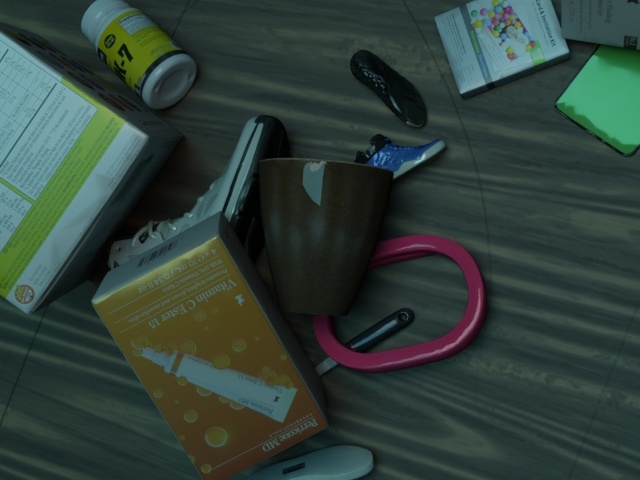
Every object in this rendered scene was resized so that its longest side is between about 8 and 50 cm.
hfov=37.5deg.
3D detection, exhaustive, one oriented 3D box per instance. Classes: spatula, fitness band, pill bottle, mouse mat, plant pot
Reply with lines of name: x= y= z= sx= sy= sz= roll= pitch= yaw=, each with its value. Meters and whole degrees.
spatula: x=0.030 y=0.198 z=1.579 sx=0.296 sy=0.030 sz=0.084 roll=-33 pitch=76 yaw=12
fitness band: x=0.125 y=0.104 z=1.528 sx=0.290 sy=0.054 sz=0.209 roll=-14 pitch=70 yaw=17
pill bottle: x=-0.333 y=-0.346 z=1.716 sx=0.208 sy=0.119 sz=0.119 roll=44 pitch=98 yaw=18
mouse mat: x=0.485 y=-0.246 z=1.493 sx=0.152 sy=0.007 sz=0.190 roll=39 pitch=98 yaw=18
plant pot: x=0.000 y=0.000 z=1.481 sx=0.215 sy=0.215 sz=0.230 roll=3 pitch=87 yaw=19

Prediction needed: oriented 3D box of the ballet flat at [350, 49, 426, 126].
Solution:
ballet flat: x=0.117 y=-0.257 z=1.604 sx=0.057 sy=0.049 sz=0.173 roll=-38 pitch=77 yaw=-18

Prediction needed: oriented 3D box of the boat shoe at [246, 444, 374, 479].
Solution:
boat shoe: x=-0.011 y=0.396 z=1.553 sx=0.219 sy=0.078 sz=0.070 roll=-15 pitch=114 yaw=13

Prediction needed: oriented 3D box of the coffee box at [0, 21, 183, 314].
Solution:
coffee box: x=-0.480 y=-0.133 z=1.574 sx=0.334 sy=0.337 sz=0.338 roll=35 pitch=95 yaw=-3

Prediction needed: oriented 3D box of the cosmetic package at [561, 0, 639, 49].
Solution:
cosmetic package: x=0.472 y=-0.394 z=1.422 sx=0.183 sy=0.151 sz=0.151 roll=14 pitch=73 yaw=21

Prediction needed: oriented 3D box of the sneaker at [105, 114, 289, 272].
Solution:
sneaker: x=-0.233 y=-0.029 z=1.619 sx=0.257 sy=0.169 sz=0.448 roll=21 pitch=93 yaw=18

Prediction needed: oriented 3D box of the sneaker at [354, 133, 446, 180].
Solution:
sneaker: x=0.127 y=-0.150 z=1.572 sx=0.152 sy=0.058 sz=0.085 roll=-29 pitch=84 yaw=20

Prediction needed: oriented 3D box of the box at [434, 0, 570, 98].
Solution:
box: x=0.297 y=-0.333 z=1.549 sx=0.186 sy=0.038 sz=0.145 roll=-19 pitch=79 yaw=14

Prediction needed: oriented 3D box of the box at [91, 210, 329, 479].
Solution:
box: x=-0.162 y=0.165 z=1.457 sx=0.215 sy=0.168 sz=0.345 roll=-29 pitch=104 yaw=3
